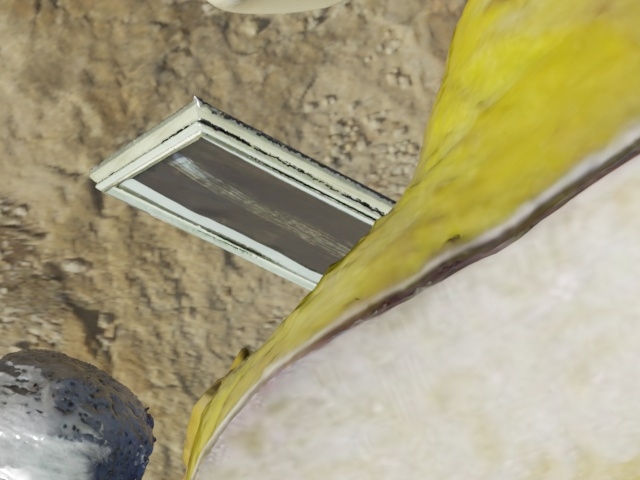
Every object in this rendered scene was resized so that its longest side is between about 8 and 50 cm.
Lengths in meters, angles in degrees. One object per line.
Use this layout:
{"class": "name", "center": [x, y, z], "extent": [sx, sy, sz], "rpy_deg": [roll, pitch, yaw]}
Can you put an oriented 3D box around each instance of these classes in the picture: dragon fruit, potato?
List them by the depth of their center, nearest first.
{"class": "potato", "center": [0.135, -0.010, 0.513], "extent": [0.397, 0.296, 0.290], "rpy_deg": [-38, 121, 21]}
{"class": "dragon fruit", "center": [-0.377, 0.287, 1.685], "extent": [0.204, 0.221, 0.283], "rpy_deg": [37, 65, -49]}

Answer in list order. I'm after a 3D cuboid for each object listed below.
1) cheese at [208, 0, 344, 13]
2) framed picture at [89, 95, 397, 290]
{"class": "cheese", "center": [-0.023, -0.266, 1.242], "extent": [0.163, 0.249, 0.071], "rpy_deg": [-7, 91, 15]}
{"class": "framed picture", "center": [0.000, 0.000, 0.846], "extent": [0.293, 0.231, 0.018], "rpy_deg": [26, 72, -20]}
